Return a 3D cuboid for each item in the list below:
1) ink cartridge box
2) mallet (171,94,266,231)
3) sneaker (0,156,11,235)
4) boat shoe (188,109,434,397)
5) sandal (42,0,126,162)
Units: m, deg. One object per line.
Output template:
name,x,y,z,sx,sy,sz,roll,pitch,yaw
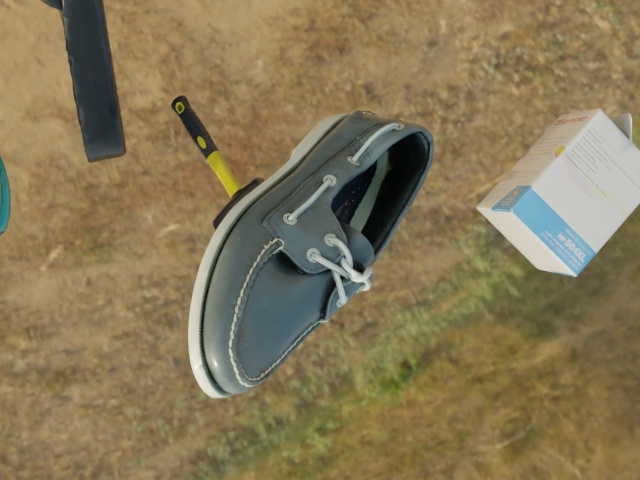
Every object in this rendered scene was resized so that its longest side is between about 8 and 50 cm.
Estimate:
ink cartridge box,0.234,-0.051,0.995,0.090,0.092,0.143,44,85,-10
mallet,-0.102,-0.066,0.992,0.062,0.189,0.039,-50,140,9
sneaker,-0.385,0.002,0.983,0.295,0.124,0.178,-55,174,11
boat shoe,0.000,0.000,0.888,0.099,0.319,0.116,1,131,33
sandal,-0.268,-0.287,1.007,0.107,0.167,0.445,-10,105,-8
